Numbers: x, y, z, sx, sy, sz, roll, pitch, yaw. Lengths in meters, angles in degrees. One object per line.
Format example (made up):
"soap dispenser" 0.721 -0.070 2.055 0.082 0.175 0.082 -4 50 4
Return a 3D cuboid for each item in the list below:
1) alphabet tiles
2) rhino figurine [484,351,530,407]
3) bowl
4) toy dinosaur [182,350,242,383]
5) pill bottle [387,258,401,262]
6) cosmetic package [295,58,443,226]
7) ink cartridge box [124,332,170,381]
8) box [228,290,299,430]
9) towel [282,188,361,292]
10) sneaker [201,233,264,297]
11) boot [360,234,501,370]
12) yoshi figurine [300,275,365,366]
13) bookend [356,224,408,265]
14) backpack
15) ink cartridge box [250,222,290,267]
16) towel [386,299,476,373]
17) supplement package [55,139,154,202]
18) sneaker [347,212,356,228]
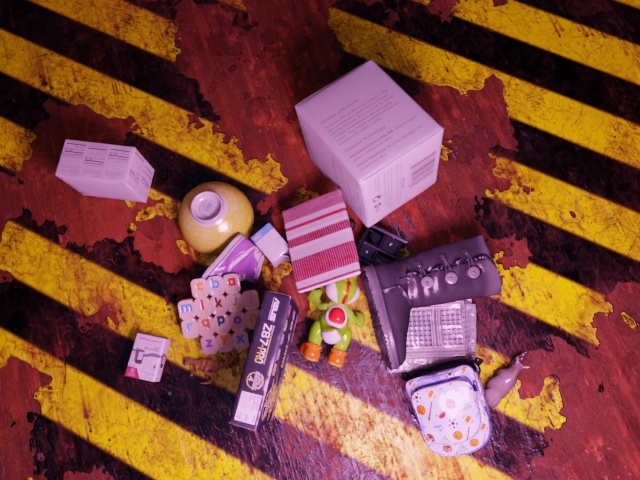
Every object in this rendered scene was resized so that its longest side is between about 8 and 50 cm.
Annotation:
"alphabet tiles" -0.352 0.259 1.667 0.283 0.021 0.278 -8 99 0
"rhino figurine" 0.613 0.464 1.581 0.243 0.106 0.073 -44 78 -9
"bowl" -0.398 -0.101 1.743 0.288 0.156 0.290 0 75 1
"toy dinosaur" -0.382 0.440 1.644 0.211 0.064 0.113 0 74 2
"pill bottle" 0.238 0.120 1.701 0.137 0.078 0.078 -20 75 -3
"cosmetic package" 0.172 -0.333 1.665 0.327 0.329 0.394 -34 64 -6
"ink cartridge box" -0.604 0.408 1.660 0.109 0.063 0.151 10 76 5
"box" -0.168 0.383 1.521 0.097 0.318 0.396 12 74 4
"towel" 0.000 0.000 1.637 0.236 0.037 0.329 -20 62 15
"sneaker" -0.317 0.132 1.693 0.161 0.102 0.282 40 94 6
"boot" 0.393 0.207 1.603 0.444 0.146 0.368 -13 87 -8
"yoshi figurine" 0.050 0.238 1.655 0.202 0.203 0.363 14 87 40
"bookend" 0.212 0.041 1.727 0.156 0.072 0.157 28 78 9
"backpack" 0.412 0.534 1.493 0.276 0.213 0.264 -20 89 20
"ink cartridge box" -0.172 0.026 1.733 0.089 0.092 0.143 -39 77 -8
"towel" 0.387 0.311 1.657 0.323 0.056 0.313 0 75 1
"supplement package" -0.796 -0.255 1.772 0.261 0.204 0.145 8 74 4
"sneaker" 0.069 -0.039 1.767 0.089 0.051 0.170 29 73 9
